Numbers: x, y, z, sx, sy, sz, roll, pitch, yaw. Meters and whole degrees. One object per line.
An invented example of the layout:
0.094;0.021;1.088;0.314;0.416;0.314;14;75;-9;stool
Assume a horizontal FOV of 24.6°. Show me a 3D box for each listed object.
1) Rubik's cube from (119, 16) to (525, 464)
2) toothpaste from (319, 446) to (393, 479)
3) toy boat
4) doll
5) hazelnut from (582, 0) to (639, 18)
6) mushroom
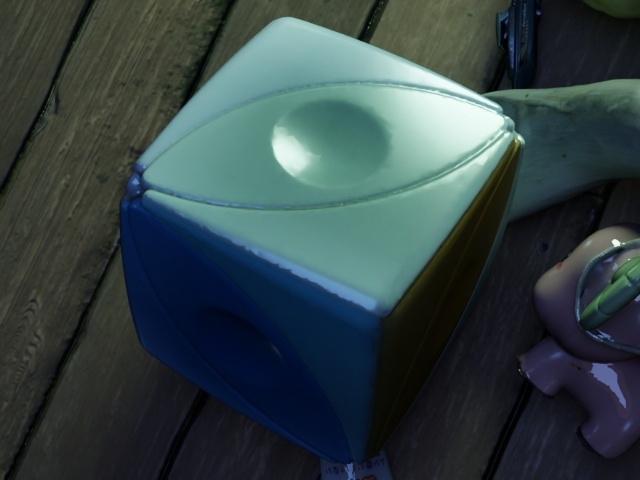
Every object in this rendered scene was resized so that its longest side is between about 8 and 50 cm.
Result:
0.000;0.000;1.689;0.352;0.352;0.347;26;56;18;Rubik's cube
0.045;0.295;1.806;0.114;0.073;0.299;-9;80;-6;toothpaste
0.256;-0.254;1.904;0.060;0.055;0.141;2;77;3;toy boat
0.367;0.086;1.706;0.216;0.284;0.268;47;117;14;doll
0.393;-0.407;1.845;0.261;0.241;0.261;-16;64;36;hazelnut
0.352;-0.108;1.741;0.397;0.126;0.177;-6;78;39;mushroom
